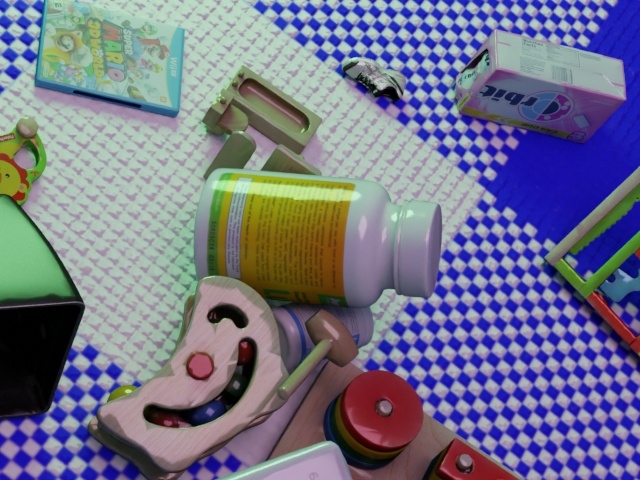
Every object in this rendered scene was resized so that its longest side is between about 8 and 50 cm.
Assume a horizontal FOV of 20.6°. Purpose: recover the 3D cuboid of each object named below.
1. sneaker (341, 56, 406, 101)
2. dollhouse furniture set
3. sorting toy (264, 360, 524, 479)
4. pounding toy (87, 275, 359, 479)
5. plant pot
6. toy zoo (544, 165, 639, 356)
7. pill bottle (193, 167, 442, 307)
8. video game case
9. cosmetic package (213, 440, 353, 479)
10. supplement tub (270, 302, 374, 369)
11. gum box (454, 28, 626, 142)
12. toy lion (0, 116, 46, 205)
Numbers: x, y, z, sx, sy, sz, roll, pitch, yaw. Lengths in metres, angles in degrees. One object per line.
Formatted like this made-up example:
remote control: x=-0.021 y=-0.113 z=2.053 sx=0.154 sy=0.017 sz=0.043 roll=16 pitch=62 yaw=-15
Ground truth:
sneaker: x=0.065 y=-0.193 z=2.124 sx=0.083 sy=0.032 sz=0.037 roll=17 pitch=57 yaw=-14
dollhouse furniture set: x=-0.051 y=-0.131 z=1.980 sx=0.144 sy=0.123 sz=0.151 roll=34 pitch=54 yaw=-3
sorting toy: x=0.071 y=0.268 z=1.805 sx=0.255 sy=0.089 sz=0.257 roll=34 pitch=54 yaw=-2
pounding toy: x=-0.104 y=0.118 z=1.769 sx=0.269 sy=0.155 sz=0.154 roll=-32 pitch=83 yaw=-22
plant pot: x=-0.354 y=0.059 z=1.712 sx=0.187 sy=0.188 sz=0.167 roll=-3 pitch=51 yaw=-25
toy zoo: x=0.434 y=0.060 z=2.073 sx=0.293 sy=0.192 sz=0.030 roll=47 pitch=10 yaw=6
pill bottle: x=0.000 y=0.000 z=1.863 sx=0.245 sy=0.136 sz=0.136 roll=5 pitch=56 yaw=12
video game case: x=-0.238 y=-0.210 z=2.006 sx=0.166 sy=0.015 sz=0.119 roll=12 pitch=58 yaw=-19
cosmetic package: x=-0.126 y=0.386 z=1.427 sx=0.329 sy=0.393 sz=0.327 roll=-20 pitch=84 yaw=-21
supplement tub: x=-0.004 y=0.095 z=1.907 sx=0.107 sy=0.071 sz=0.071 roll=-15 pitch=70 yaw=-29
gum box: x=0.266 y=-0.189 z=2.167 sx=0.188 sy=0.107 sz=0.062 roll=12 pitch=58 yaw=-18
toy lion: x=-0.336 y=-0.076 z=1.879 sx=0.100 sy=0.034 sz=0.096 roll=-18 pitch=78 yaw=-32
